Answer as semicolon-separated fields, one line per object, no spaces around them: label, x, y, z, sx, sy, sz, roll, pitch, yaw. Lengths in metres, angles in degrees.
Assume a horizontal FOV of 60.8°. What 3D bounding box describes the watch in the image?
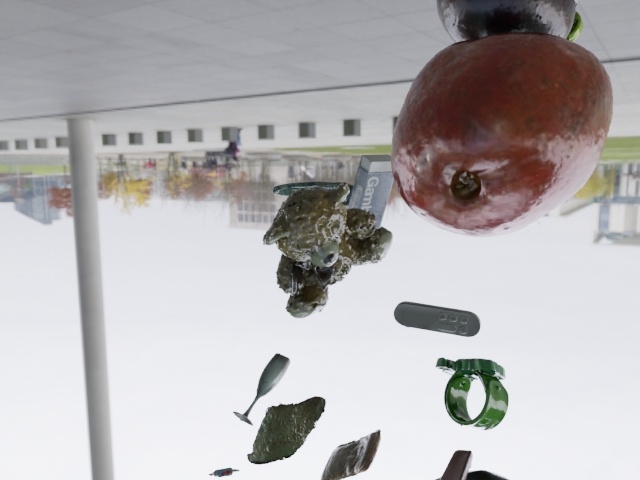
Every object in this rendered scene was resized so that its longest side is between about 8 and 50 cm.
watch;0.344;0.349;1.238;0.131;0.151;0.165;21;154;-30

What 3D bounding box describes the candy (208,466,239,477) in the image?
candy;-0.239;0.580;1.363;0.083;0.020;0.030;11;153;-40

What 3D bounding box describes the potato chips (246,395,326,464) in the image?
potato chips;-0.076;0.385;1.120;0.026;0.209;0.142;43;178;-36

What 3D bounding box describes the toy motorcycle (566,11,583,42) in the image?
toy motorcycle;0.460;-0.373;1.247;0.200;0.326;0.191;14;170;43

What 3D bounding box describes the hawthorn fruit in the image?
hawthorn fruit;0.231;-0.135;0.726;0.285;0.284;0.284;0;-173;0

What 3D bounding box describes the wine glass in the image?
wine glass;-0.153;0.391;1.455;0.066;0.066;0.198;5;-133;37

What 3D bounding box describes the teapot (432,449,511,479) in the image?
teapot;0.298;0.628;1.080;0.306;0.375;0.362;-9;-173;25

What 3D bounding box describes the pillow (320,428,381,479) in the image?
pillow;0.077;0.565;1.413;0.211;0.034;0.135;-41;-174;36

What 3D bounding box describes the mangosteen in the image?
mangosteen;0.325;-0.410;0.877;0.236;0.235;0.261;-8;159;-45

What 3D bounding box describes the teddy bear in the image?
teddy bear;0.000;0.000;1.054;0.267;0.156;0.256;-37;153;-8

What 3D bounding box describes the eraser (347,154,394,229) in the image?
eraser;0.123;-0.109;1.365;0.092;0.212;0.046;-7;-145;-31

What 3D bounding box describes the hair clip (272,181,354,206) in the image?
hair clip;-0.010;-0.125;1.421;0.229;0.065;0.036;5;-149;4

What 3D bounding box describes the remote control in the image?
remote control;0.328;0.222;1.544;0.245;0.077;0.022;7;-160;21
